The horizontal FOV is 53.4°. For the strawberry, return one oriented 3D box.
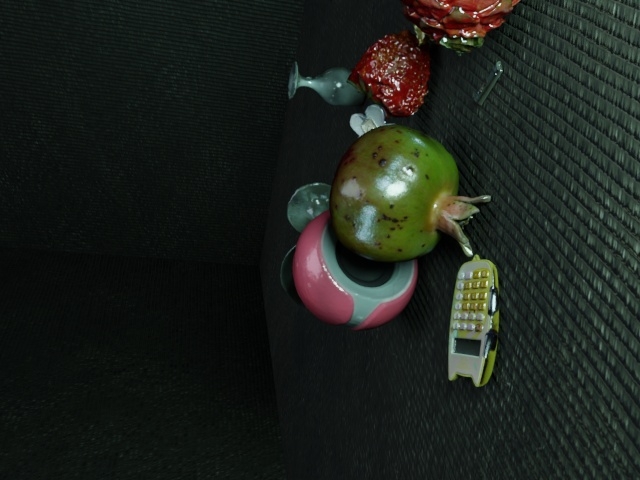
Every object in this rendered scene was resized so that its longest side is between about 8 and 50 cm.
[{"bbox_3d":[0.179,-0.400,1.511,0.201,0.184,0.186,-53,28,20],"label":"strawberry"}]

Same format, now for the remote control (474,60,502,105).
[{"bbox_3d":[0.316,-0.296,1.199,0.091,0.016,0.034,115,161,-54],"label":"remote control"}]

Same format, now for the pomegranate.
[{"bbox_3d":[0.185,-0.089,1.289,0.291,0.324,0.290,7,-90,-71],"label":"pomegranate"}]

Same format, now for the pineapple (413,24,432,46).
[{"bbox_3d":[0.274,-0.542,1.339,0.164,0.140,0.249,-18,81,32],"label":"pineapple"}]

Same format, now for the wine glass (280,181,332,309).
[{"bbox_3d":[0.000,0.000,1.949,0.406,0.267,0.267,-100,20,-60],"label":"wine glass"}]

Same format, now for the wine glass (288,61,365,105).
[{"bbox_3d":[0.022,-0.494,2.024,0.126,0.241,0.126,-174,90,-76],"label":"wine glass"}]

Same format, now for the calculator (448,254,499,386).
[{"bbox_3d":[0.281,0.143,1.161,0.157,0.033,0.236,157,119,-76],"label":"calculator"}]

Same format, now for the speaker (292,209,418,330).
[{"bbox_3d":[0.071,0.061,1.466,0.294,0.295,0.294,-175,90,-77],"label":"speaker"}]

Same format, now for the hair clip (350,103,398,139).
[{"bbox_3d":[0.155,-0.198,1.505,0.146,0.075,0.257,-33,79,52],"label":"hair clip"}]

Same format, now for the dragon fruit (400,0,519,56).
[{"bbox_3d":[0.251,-0.482,1.104,0.298,0.245,0.244,97,169,-47],"label":"dragon fruit"}]
